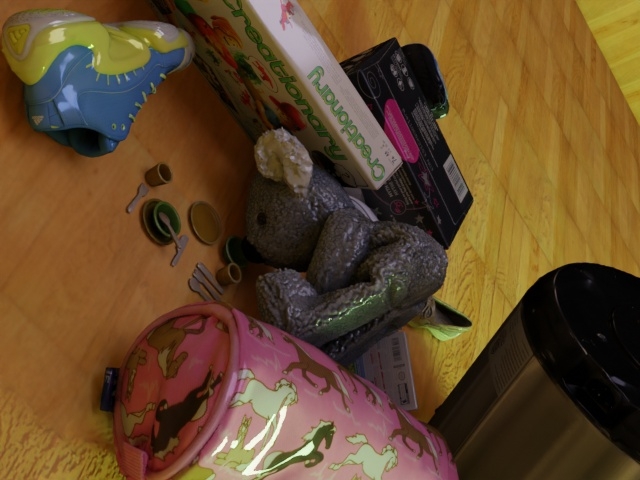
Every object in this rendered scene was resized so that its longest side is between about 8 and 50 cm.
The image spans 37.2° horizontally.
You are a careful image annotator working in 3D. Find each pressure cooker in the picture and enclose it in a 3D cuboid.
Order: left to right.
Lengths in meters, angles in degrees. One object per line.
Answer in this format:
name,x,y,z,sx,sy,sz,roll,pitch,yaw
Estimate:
pressure cooker,0.296,0.281,1.109,0.375,0.420,0.369,43,29,23

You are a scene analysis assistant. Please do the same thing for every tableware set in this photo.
tableware set,-0.126,-0.012,0.964,0.154,0.024,0.104,53,34,-26

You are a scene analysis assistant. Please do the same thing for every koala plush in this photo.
koala plush,0.000,0.000,1.002,0.221,0.203,0.196,57,-6,23

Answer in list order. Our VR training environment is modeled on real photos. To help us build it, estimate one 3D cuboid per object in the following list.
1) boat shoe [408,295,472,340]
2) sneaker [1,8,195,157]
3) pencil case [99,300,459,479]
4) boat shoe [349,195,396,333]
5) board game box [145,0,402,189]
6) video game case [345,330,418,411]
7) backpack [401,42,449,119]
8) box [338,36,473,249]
boat shoe,0.157,0.099,1.330,0.153,0.048,0.056,36,44,-44
sneaker,-0.199,-0.141,0.886,0.240,0.091,0.126,-13,102,-60
pencil case,-0.017,0.197,0.879,0.386,0.167,0.160,35,34,-44
boat shoe,0.041,0.065,1.108,0.084,0.095,0.258,23,51,-69
board game box,-0.060,-0.185,1.012,0.053,0.193,0.305,-48,118,-21
video game case,0.040,0.153,1.038,0.011,0.122,0.087,49,31,-63
backpack,0.136,-0.232,1.445,0.084,0.105,0.114,44,32,-74
box,0.071,-0.106,1.223,0.247,0.142,0.163,62,30,-15
